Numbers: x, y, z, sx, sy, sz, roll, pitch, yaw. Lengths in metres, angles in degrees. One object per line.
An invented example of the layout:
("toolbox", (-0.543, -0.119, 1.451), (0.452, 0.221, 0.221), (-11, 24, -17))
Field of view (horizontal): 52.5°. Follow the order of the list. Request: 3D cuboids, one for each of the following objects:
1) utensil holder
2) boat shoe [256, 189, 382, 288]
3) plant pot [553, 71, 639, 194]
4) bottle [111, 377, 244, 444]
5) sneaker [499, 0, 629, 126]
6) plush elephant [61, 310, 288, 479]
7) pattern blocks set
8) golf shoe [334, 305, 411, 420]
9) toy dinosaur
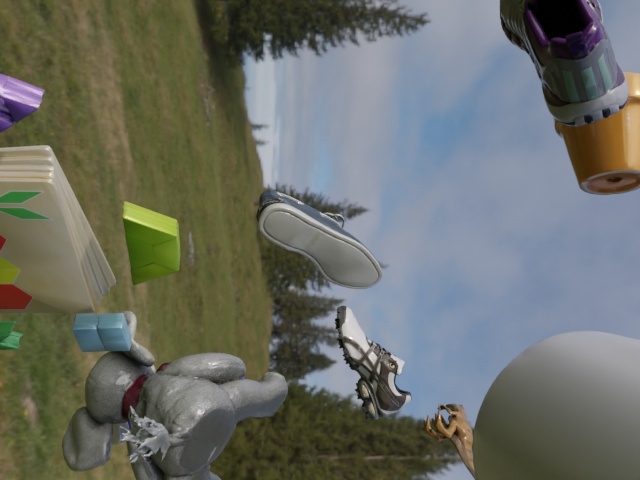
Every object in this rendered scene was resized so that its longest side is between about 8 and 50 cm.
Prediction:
("utensil holder", (0.369, 0.269, 0.668), (0.385, 0.328, 0.327), (-164, -107, -82))
("boat shoe", (0.000, 0.000, 1.086), (0.095, 0.255, 0.079), (-49, -151, 26))
("plant pot", (0.575, -0.199, 1.293), (0.205, 0.205, 0.187), (111, -17, -72))
("bottle", (-0.278, 0.312, 1.258), (0.092, 0.283, 0.118), (-11, -88, 46))
("sneaker", (0.203, -0.202, 0.559), (0.098, 0.083, 0.223), (52, 21, -43))
("plush elephant", (-0.269, 0.270, 1.060), (0.271, 0.255, 0.330), (-60, 148, -5))
("pattern blocks set", (-0.253, -0.002, 0.499), (0.325, 0.285, 0.026), (111, -20, -49))
("golf shoe", (0.087, 0.192, 1.073), (0.077, 0.094, 0.198), (-45, 115, -82))
("toy dinosaur", (0.240, 0.341, 1.123), (0.211, 0.112, 0.064), (-88, -158, -59))
